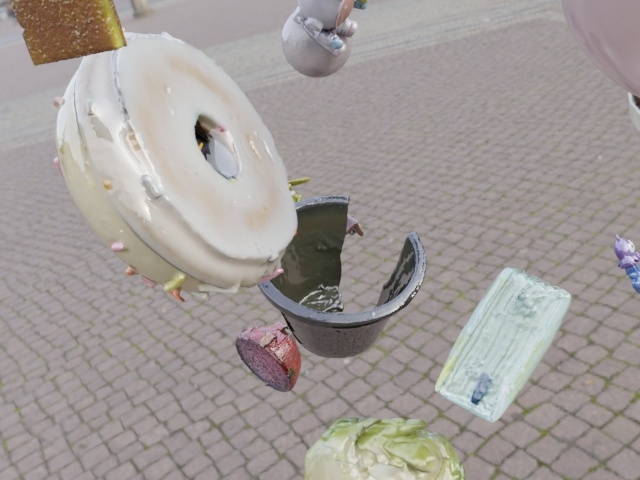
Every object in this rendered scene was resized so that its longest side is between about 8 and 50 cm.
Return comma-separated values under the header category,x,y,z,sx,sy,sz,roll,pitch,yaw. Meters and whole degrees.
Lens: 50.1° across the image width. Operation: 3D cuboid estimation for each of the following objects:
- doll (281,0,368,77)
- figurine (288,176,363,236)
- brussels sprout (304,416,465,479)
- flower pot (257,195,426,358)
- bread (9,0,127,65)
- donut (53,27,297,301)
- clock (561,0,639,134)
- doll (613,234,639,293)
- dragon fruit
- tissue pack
category,x,y,z,sx,sy,sz,roll,pitch,yaw
doll,0.002,-0.412,1.283,0.151,0.150,0.287,-19,-7,-9
figurine,0.000,0.000,1.866,0.284,0.338,0.205,-3,14,33
brussels sprout,0.127,0.551,1.512,0.315,0.371,0.275,-44,40,37
flower pot,0.030,0.114,1.538,0.380,0.251,0.379,2,46,-2
bread,-0.239,-0.218,0.640,0.090,0.094,0.035,-8,25,12
donut,-0.187,-0.095,0.919,0.142,0.382,0.382,-27,17,26
clock,0.383,-0.242,0.606,0.342,0.326,0.184,-30,28,53
doll,0.876,0.073,1.929,0.067,0.205,0.110,-23,12,29
dragon fruit,-0.122,0.314,1.975,0.148,0.218,0.223,-42,-10,-31
tissue pack,0.390,0.200,1.439,0.162,0.287,0.388,31,7,17
